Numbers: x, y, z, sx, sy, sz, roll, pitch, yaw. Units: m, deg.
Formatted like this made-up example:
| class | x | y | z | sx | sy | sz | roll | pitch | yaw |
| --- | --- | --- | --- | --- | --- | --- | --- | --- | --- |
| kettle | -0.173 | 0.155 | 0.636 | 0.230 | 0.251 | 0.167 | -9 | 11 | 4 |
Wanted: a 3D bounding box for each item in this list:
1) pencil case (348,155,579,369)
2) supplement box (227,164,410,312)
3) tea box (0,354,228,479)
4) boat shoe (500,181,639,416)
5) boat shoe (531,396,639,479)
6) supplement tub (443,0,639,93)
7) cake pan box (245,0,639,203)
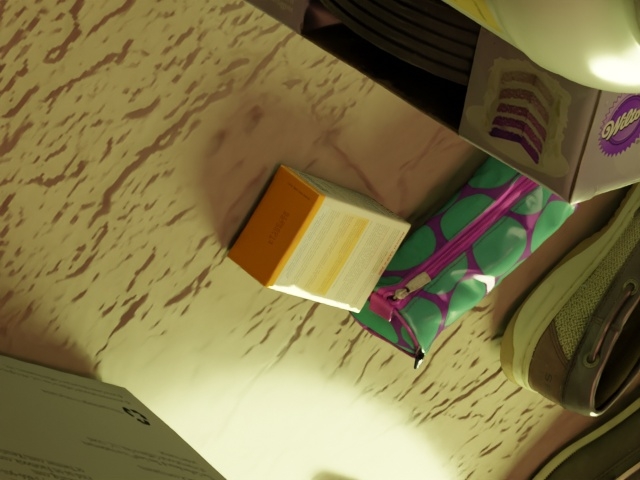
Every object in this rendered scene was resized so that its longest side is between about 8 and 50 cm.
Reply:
| class | x | y | z | sx | sy | sz | roll | pitch | yaw |
| --- | --- | --- | --- | --- | --- | --- | --- | --- | --- |
| pencil case | 0.088 | 0.005 | 1.201 | 0.151 | 0.064 | 0.070 | -43 | 170 | -15 |
| supplement box | 0.000 | 0.000 | 1.116 | 0.098 | 0.036 | 0.062 | 19 | 105 | -55 |
| tea box | -0.207 | 0.225 | 0.909 | 0.324 | 0.220 | 0.329 | -57 | 146 | 4 |
| boat shoe | 0.247 | 0.009 | 1.370 | 0.285 | 0.092 | 0.103 | -45 | 146 | -11 |
| boat shoe | 0.249 | 0.197 | 1.543 | 0.335 | 0.095 | 0.112 | -40 | 145 | -18 |
| supplement tub | 0.096 | -0.206 | 0.776 | 0.241 | 0.331 | 0.241 | -31 | 141 | -29 |
| cake pan box | 0.114 | -0.122 | 0.956 | 0.266 | 0.245 | 0.070 | -17 | 129 | -40 |
